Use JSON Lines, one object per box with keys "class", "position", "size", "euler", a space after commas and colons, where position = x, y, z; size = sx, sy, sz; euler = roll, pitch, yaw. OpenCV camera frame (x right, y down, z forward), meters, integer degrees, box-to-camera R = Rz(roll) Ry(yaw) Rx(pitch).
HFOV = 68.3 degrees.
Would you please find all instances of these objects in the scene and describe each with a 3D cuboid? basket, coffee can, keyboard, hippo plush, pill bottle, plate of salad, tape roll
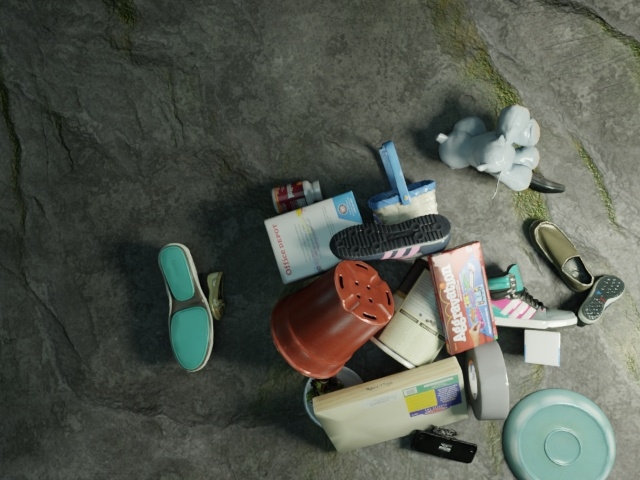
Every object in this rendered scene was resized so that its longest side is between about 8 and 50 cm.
{"class": "basket", "position": [0.232, -0.145, 1.380], "size": [0.201, 0.255, 0.288], "euler": [-14, 95, 7]}
{"class": "coffee can", "position": [0.290, 0.216, 1.364], "size": [0.202, 0.201, 0.275], "euler": [34, 89, 8]}
{"class": "keyboard", "position": [0.370, 0.595, 1.399], "size": [0.192, 0.038, 0.100], "euler": [16, 109, -4]}
{"class": "hippo plush", "position": [0.482, -0.250, 1.400], "size": [0.237, 0.234, 0.294], "euler": [16, 65, 50]}
{"class": "pill bottle", "position": [-0.073, -0.142, 1.497], "size": [0.152, 0.086, 0.086], "euler": [-13, 83, 4]}
{"class": "plate of salad", "position": [0.045, 0.485, 1.446], "size": [0.200, 0.048, 0.199], "euler": [-1, 85, 7]}
{"class": "tape roll", "position": [0.462, 0.388, 1.321], "size": [0.072, 0.219, 0.219], "euler": [-5, 84, 6]}

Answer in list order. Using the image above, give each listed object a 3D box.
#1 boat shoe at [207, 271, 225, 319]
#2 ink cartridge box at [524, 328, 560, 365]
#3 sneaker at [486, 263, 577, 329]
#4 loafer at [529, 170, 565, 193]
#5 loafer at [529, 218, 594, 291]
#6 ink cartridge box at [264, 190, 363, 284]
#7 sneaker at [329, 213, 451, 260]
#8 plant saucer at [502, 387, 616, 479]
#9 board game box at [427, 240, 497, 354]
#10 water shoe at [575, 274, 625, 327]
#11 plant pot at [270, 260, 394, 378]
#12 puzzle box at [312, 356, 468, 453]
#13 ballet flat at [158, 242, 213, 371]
{"class": "boat shoe", "position": [-0.327, 0.177, 1.513], "size": [0.048, 0.056, 0.152], "euler": [-11, 76, 10]}
{"class": "ink cartridge box", "position": [0.636, 0.301, 1.357], "size": [0.090, 0.143, 0.092], "euler": [1, 85, 24]}
{"class": "sneaker", "position": [0.588, 0.158, 1.376], "size": [0.296, 0.124, 0.178], "euler": [3, 93, 13]}
{"class": "loafer", "position": [0.660, -0.186, 1.433], "size": [0.170, 0.062, 0.061], "euler": [16, 82, 6]}
{"class": "loafer", "position": [0.721, 0.039, 1.390], "size": [0.094, 0.087, 0.251], "euler": [-38, 82, 2]}
{"class": "ink cartridge box", "position": [0.000, 0.000, 1.419], "size": [0.270, 0.197, 0.198], "euler": [-18, 83, 4]}
{"class": "sneaker", "position": [0.187, 0.020, 1.266], "size": [0.319, 0.131, 0.112], "euler": [-7, 56, 7]}
{"class": "plant saucer", "position": [0.697, 0.594, 1.366], "size": [0.318, 0.044, 0.317], "euler": [-1, 85, 6]}
{"class": "board game box", "position": [0.381, 0.154, 1.259], "size": [0.145, 0.027, 0.281], "euler": [-17, 102, -9]}
{"class": "water shoe", "position": [0.806, 0.174, 1.381], "size": [0.203, 0.080, 0.073], "euler": [-34, 67, -23]}
{"class": "plant pot", "position": [0.045, 0.203, 1.306], "size": [0.272, 0.272, 0.265], "euler": [52, 128, 8]}
{"class": "puzzle box", "position": [0.208, 0.476, 1.337], "size": [0.409, 0.272, 0.052], "euler": [-17, 41, 4]}
{"class": "ballet flat", "position": [-0.413, 0.202, 1.484], "size": [0.139, 0.139, 0.399], "euler": [-13, 88, 5]}
